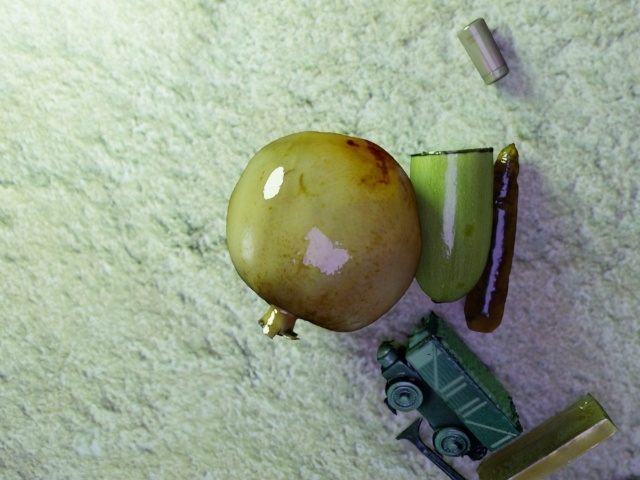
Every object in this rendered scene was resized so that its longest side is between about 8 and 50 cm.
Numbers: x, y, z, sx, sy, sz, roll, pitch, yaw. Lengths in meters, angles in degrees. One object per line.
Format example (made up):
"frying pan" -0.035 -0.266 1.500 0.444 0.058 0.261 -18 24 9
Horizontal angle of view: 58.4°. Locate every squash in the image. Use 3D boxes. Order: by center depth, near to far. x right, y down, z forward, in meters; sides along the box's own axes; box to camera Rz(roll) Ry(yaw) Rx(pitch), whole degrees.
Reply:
"squash" 0.204 -0.020 0.898 0.132 0.132 0.247 -1 99 9

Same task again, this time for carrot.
"carrot" 0.287 -0.002 0.940 0.066 0.066 0.315 7 101 7

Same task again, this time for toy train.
"toy train" 0.216 0.264 0.983 0.154 0.115 0.269 -41 94 20

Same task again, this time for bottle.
"bottle" 0.251 -0.289 0.880 0.045 0.045 0.097 -30 98 14

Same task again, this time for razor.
"razor" 0.226 0.416 1.059 0.190 0.033 0.066 44 106 -4

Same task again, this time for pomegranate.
"pomegranate" 0.000 0.000 0.849 0.318 0.319 0.320 2 104 8

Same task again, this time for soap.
"soap" 0.383 0.363 0.992 0.252 0.092 0.037 -40 93 15

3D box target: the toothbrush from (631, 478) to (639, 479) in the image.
"toothbrush" 0.406 0.485 1.051 0.417 0.040 0.042 -17 116 8
